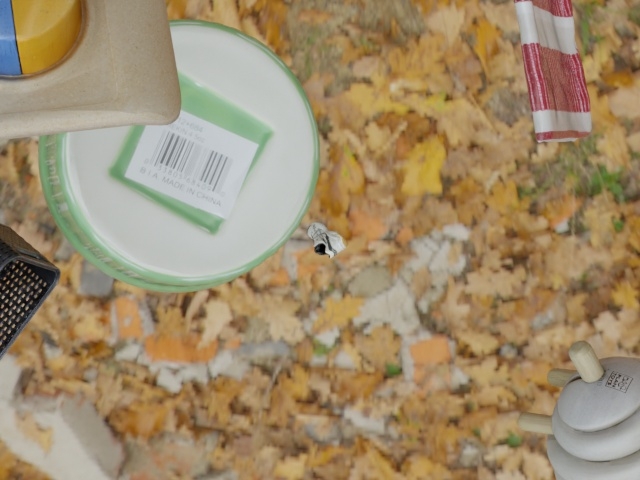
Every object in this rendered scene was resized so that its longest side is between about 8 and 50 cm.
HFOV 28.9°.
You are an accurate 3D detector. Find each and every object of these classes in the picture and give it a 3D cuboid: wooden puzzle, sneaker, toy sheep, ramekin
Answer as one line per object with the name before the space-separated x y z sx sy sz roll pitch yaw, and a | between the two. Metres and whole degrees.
wooden puzzle | -0.282 -0.217 0.844 0.347 0.322 0.080 -6 159 -15
sneaker | 0.000 0.000 1.677 0.037 0.083 0.032 -43 121 -15
toy sheep | 0.154 0.102 0.631 0.091 0.091 0.132 -29 120 17
ramekin | -0.145 -0.091 1.321 0.303 0.148 0.304 0 92 -14

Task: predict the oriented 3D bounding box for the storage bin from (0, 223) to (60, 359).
storage bin | -0.382 0.071 1.337 0.084 0.122 0.180 36 91 19

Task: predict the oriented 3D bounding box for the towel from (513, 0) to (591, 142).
towel | 0.284 -0.288 1.557 0.037 0.237 0.329 -8 91 24
